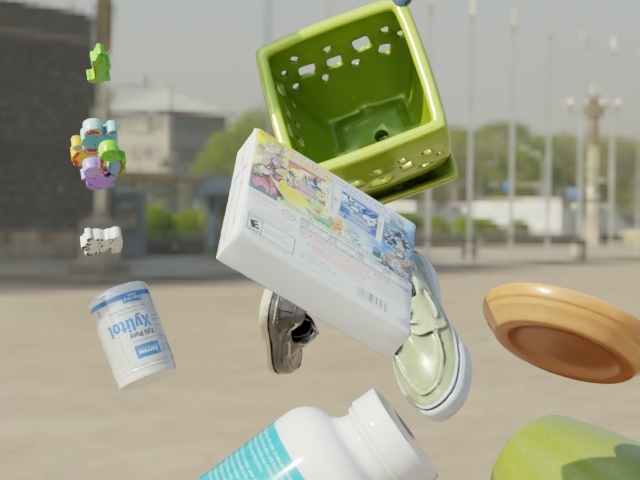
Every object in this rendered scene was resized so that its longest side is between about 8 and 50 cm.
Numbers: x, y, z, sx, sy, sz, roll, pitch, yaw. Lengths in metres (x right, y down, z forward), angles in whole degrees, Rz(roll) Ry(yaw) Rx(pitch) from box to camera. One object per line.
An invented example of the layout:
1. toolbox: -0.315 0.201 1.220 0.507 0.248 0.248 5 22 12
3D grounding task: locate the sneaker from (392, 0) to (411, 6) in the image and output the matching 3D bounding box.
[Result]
1. sneaker: 0.033 -0.304 1.812 0.162 0.073 0.063 43 -16 7

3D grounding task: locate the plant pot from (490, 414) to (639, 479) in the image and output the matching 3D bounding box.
1. plant pot: 0.348 0.349 2.039 0.275 0.275 0.293 0 29 -40

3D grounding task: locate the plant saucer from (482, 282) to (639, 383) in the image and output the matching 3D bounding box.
1. plant saucer: 0.268 0.106 1.820 0.200 0.037 0.200 18 -21 7

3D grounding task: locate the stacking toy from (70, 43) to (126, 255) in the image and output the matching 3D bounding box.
1. stacking toy: -0.276 -0.107 2.067 0.052 0.167 0.221 -5 -35 -13

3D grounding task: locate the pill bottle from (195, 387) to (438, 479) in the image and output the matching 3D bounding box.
1. pill bottle: -0.034 0.236 1.390 0.264 0.146 0.146 -37 -2 4

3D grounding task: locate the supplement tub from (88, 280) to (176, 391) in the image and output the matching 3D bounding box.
1. supplement tub: -0.208 0.105 1.857 0.071 0.107 0.071 -22 -11 -4

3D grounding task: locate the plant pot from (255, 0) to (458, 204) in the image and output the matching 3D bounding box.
1. plant pot: 0.063 -0.169 2.340 0.228 0.227 0.207 -20 -27 8

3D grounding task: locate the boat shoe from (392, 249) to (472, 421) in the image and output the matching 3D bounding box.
1. boat shoe: 0.125 0.120 2.315 0.109 0.302 0.094 -36 -50 18

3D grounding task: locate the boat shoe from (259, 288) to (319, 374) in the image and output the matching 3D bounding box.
1. boat shoe: -0.036 0.127 2.214 0.065 0.075 0.206 6 -26 10

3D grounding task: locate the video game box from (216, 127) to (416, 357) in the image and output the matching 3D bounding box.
1. video game box: 0.000 0.000 1.674 0.205 0.048 0.187 31 35 -16
